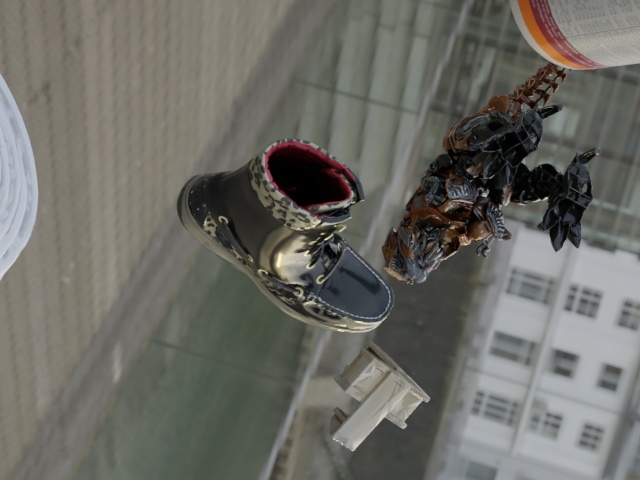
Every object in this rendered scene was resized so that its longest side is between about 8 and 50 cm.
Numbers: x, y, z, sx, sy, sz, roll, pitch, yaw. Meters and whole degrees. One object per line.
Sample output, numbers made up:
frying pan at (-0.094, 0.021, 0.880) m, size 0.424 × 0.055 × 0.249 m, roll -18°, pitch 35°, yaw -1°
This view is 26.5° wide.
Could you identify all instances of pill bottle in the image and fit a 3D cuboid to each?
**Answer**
pill bottle at (0.230, -0.176, 0.862) m, size 0.221 × 0.121 × 0.121 m, roll 2°, pitch -108°, yaw 59°

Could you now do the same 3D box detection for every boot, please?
boot at (-0.001, 0.001, 1.236) m, size 0.178 × 0.236 × 0.085 m, roll -24°, pitch -144°, yaw 60°

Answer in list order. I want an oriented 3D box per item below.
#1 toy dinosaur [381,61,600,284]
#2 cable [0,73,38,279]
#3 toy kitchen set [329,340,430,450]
toy dinosaur at (0.190, -0.091, 1.552) m, size 0.218 × 0.164 × 0.322 m, roll 17°, pitch -90°, yaw 62°
cable at (-0.278, -0.058, 0.789) m, size 0.257 × 0.089 × 0.257 m, roll 43°, pitch 29°, yaw -36°
toy kitchen set at (0.023, 0.114, 1.058) m, size 0.068 × 0.075 × 0.083 m, roll -49°, pitch 135°, yaw 3°
